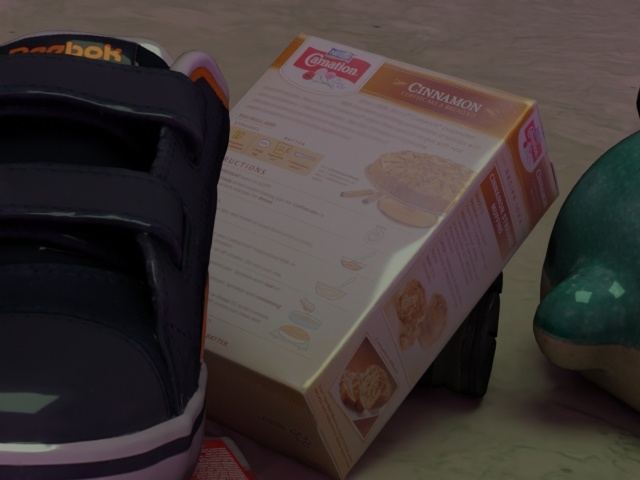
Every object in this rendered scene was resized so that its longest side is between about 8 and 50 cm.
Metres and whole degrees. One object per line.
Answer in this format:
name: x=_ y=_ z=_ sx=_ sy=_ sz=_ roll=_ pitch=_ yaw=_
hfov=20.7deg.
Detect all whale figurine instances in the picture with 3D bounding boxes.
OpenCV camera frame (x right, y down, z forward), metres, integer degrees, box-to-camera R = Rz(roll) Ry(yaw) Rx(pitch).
whale figurine: x=0.210 y=0.026 z=0.835 sx=0.216 sy=0.141 sz=0.272 roll=4 pitch=21 yaw=-8

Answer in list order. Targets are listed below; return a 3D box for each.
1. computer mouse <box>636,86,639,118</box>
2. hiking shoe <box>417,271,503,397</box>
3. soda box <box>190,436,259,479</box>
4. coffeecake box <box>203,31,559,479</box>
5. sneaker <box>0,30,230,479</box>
computer mouse: x=0.278 y=-0.053 z=1.068 sx=0.072 sy=0.188 sz=0.272 roll=-35 pitch=15 yaw=-1
hiking shoe: x=0.022 y=-0.001 z=0.917 sx=0.114 sy=0.086 sz=0.227 roll=3 pitch=25 yaw=-10
soda box: x=-0.141 y=0.123 z=0.525 sx=0.263 sy=0.092 sz=0.083 roll=-1 pitch=18 yaw=-21
coffeecake box: x=0.000 y=0.000 z=0.815 sx=0.142 sy=0.068 sz=0.185 roll=21 pitch=58 yaw=34
sneaker: x=-0.096 y=-0.004 z=0.607 sx=0.126 sy=0.128 sz=0.321 roll=3 pitch=13 yaw=-3
